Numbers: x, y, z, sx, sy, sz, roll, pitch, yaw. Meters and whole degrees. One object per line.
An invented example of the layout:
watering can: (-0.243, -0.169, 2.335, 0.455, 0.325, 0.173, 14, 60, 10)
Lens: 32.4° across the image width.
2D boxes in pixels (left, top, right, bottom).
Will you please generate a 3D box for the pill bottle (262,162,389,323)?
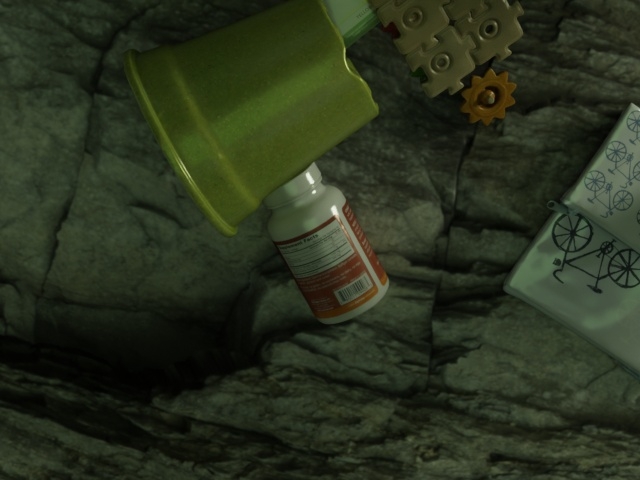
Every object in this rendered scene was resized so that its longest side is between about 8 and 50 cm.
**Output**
pill bottle: (0.000, 0.000, 1.562, 0.121, 0.121, 0.216, -27, 106, 5)

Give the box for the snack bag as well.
snack bag: (0.479, 0.018, 1.640, 0.323, 0.037, 0.342, 33, 102, -12)

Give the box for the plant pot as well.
plant pot: (-0.074, -0.183, 1.420, 0.254, 0.276, 0.276, -29, 106, 5)

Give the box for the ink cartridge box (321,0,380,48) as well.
ink cartridge box: (0.025, -0.403, 1.478, 0.171, 0.056, 0.235, -38, 107, 8)

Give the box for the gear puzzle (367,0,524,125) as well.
gear puzzle: (0.178, -0.296, 1.491, 0.175, 0.044, 0.339, -35, 123, 4)
